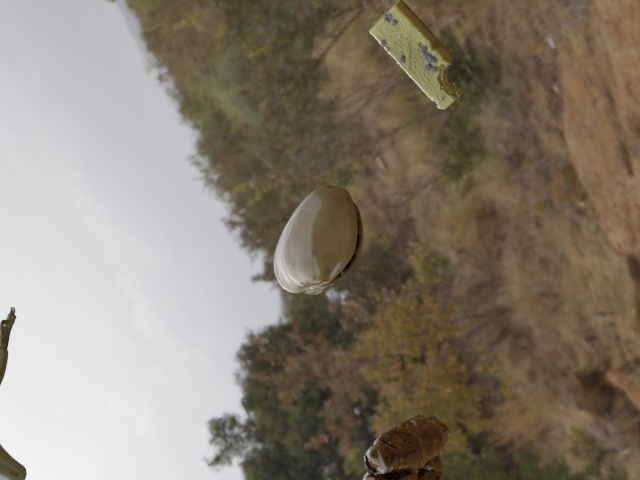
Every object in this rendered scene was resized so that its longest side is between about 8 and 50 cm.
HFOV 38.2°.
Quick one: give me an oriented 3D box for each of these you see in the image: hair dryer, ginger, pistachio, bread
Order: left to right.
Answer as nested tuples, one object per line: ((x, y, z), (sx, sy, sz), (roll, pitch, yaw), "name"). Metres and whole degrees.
((-0.383, 0.204, 1.104), (0.167, 0.067, 0.199), (77, -159, -43), "hair dryer")
((0.000, 0.000, 1.194), (0.113, 0.149, 0.113), (17, 164, 5), "pistachio")
((0.099, 0.283, 1.162), (0.073, 0.162, 0.103), (10, 101, 39), "ginger")
((0.200, -0.363, 1.826), (0.226, 0.088, 0.049), (45, -147, -8), "bread")
